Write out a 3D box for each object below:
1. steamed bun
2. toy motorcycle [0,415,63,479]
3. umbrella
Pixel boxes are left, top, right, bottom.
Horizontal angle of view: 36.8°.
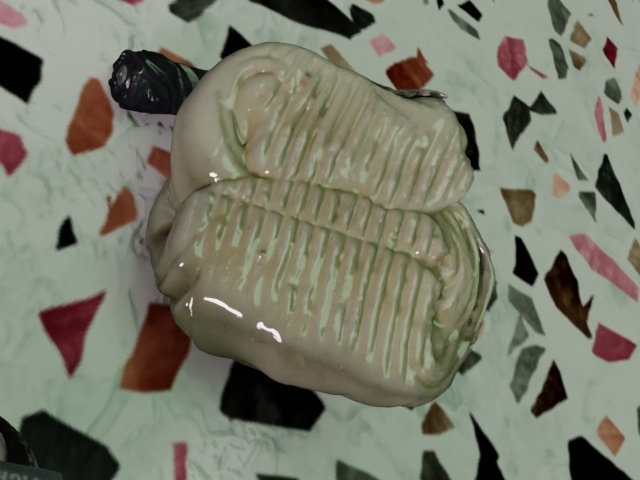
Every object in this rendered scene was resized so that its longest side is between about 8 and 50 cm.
[{"bbox_3d":[0.000,-0.002,0.628,0.218,0.144,0.211,17,71,-3],"label":"steamed bun"},{"bbox_3d":[-0.256,0.121,0.367,0.325,0.148,0.221,20,36,-24],"label":"toy motorcycle"},{"bbox_3d":[-0.057,-0.102,0.685,0.188,0.046,0.050,7,105,-37],"label":"umbrella"}]
